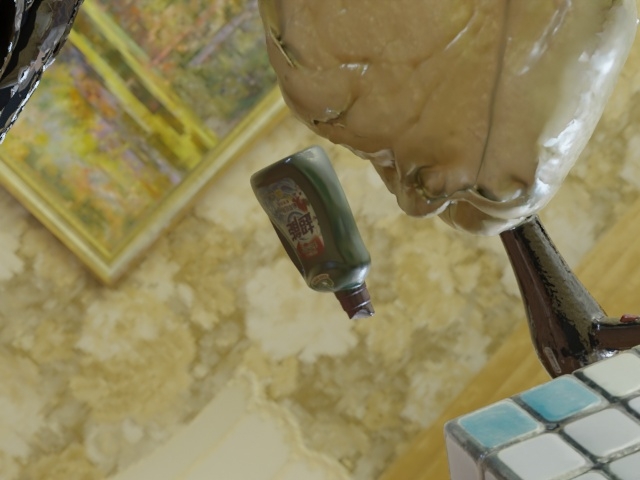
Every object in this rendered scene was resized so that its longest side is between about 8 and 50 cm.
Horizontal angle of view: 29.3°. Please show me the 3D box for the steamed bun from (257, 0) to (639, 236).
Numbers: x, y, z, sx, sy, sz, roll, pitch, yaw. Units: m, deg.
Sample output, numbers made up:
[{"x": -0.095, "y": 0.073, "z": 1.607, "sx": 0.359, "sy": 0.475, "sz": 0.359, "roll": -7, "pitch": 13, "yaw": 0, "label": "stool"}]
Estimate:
[{"x": 0.120, "y": -0.199, "z": 1.045, "sx": 0.230, "sy": 0.325, "sz": 0.372, "roll": -18, "pitch": 64, "yaw": -50, "label": "steamed bun"}]

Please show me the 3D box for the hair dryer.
[{"x": 0.322, "y": 0.059, "z": 1.280, "sx": 0.271, "sy": 0.091, "sz": 0.235, "roll": -15, "pitch": -75, "yaw": 47, "label": "hair dryer"}]

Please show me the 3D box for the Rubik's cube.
[{"x": 0.274, "y": 0.257, "z": 0.961, "sx": 0.259, "sy": 0.256, "sz": 0.253, "roll": 35, "pitch": -40, "yaw": 59, "label": "Rubik's cube"}]

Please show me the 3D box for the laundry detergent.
[{"x": 0.000, "y": 0.000, "z": 1.505, "sx": 0.144, "sy": 0.078, "sz": 0.222, "roll": -20, "pitch": -83, "yaw": 55, "label": "laundry detergent"}]

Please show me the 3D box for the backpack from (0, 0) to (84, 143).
[{"x": -0.151, "y": -0.065, "z": 0.403, "sx": 0.106, "sy": 0.165, "sz": 0.120, "roll": 33, "pitch": 0, "yaw": -6, "label": "backpack"}]
